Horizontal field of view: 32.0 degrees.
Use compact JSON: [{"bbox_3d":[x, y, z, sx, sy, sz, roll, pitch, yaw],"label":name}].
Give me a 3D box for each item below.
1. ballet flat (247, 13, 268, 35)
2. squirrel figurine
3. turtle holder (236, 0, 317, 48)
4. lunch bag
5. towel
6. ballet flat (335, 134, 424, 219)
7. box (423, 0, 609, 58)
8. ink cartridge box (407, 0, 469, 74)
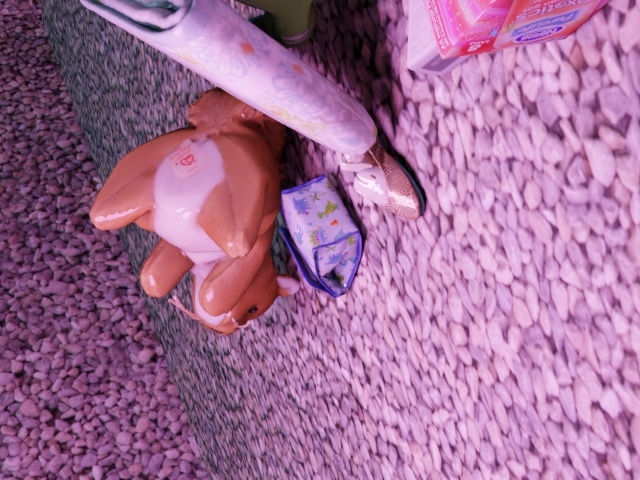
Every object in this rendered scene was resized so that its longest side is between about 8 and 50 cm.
[{"bbox_3d":[-0.103,-0.304,1.800,0.280,0.095,0.096,-154,44,-78],"label":"ballet flat"},{"bbox_3d":[-0.144,-0.043,1.856,0.370,0.281,0.397,65,-145,-51],"label":"squirrel figurine"},{"bbox_3d":[-0.055,-0.421,1.445,0.320,0.243,0.227,44,-166,-27],"label":"turtle holder"},{"bbox_3d":[0.000,0.000,1.688,0.151,0.096,0.129,82,164,-56],"label":"lunch bag"},{"bbox_3d":[-0.127,-0.252,1.480,0.090,0.320,0.374,-60,36,4],"label":"towel"},{"bbox_3d":[0.066,-0.092,1.481,0.206,0.067,0.073,-123,28,-44],"label":"ballet flat"},{"bbox_3d":[0.152,-0.335,0.998,0.154,0.142,0.300,139,117,-68],"label":"box"},{"bbox_3d":[0.151,-0.315,1.180,0.189,0.066,0.232,148,129,-69],"label":"ink cartridge box"}]
